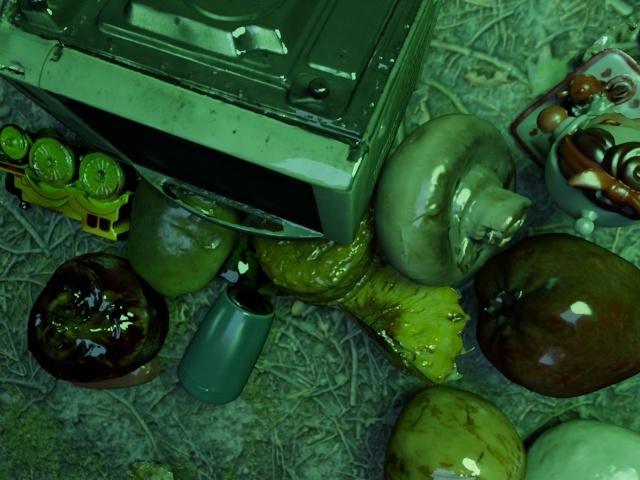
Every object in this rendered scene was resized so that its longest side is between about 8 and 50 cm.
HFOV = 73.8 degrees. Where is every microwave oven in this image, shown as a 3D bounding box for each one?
[{"bbox_3d":[-0.094,-0.209,0.507,0.393,0.247,0.333,21,73,8],"label":"microwave oven"}]

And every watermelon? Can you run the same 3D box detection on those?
[{"bbox_3d":[-0.105,0.053,0.724,0.094,0.125,0.135,-17,121,45],"label":"watermelon"}]

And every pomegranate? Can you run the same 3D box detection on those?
[{"bbox_3d":[0.202,0.330,0.630,0.215,0.215,0.216,3,102,13],"label":"pomegranate"}]

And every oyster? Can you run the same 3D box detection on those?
[{"bbox_3d":[0.407,-0.194,0.550,0.165,0.053,0.108,37,114,3],"label":"oyster"},{"bbox_3d":[-0.347,0.513,0.891,0.145,0.045,0.122,21,119,9],"label":"oyster"}]

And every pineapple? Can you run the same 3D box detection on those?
[{"bbox_3d":[0.143,0.129,0.655,0.139,0.249,0.164,-42,125,-13],"label":"pineapple"}]

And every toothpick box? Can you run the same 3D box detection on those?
[{"bbox_3d":[-0.155,0.173,0.728,0.120,0.120,0.184,30,104,6],"label":"toothpick box"}]

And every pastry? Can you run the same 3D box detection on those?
[{"bbox_3d":[0.000,0.000,0.635,0.188,0.103,0.189,-7,70,20],"label":"pastry"}]

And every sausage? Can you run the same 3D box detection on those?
[{"bbox_3d":[-0.402,0.252,0.828,0.193,0.077,0.077,-9,99,14],"label":"sausage"}]

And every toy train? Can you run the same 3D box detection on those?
[{"bbox_3d":[-0.440,-0.106,0.750,0.295,0.100,0.161,18,107,10],"label":"toy train"}]

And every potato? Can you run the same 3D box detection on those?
[{"bbox_3d":[-0.224,-0.029,0.689,0.228,0.148,0.197,-46,62,23],"label":"potato"}]

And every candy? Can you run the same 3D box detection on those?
[{"bbox_3d":[0.412,0.409,0.605,0.295,0.185,0.296,4,102,19],"label":"candy"}]

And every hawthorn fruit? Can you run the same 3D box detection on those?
[{"bbox_3d":[0.333,0.105,0.565,0.248,0.208,0.208,15,107,-20],"label":"hawthorn fruit"}]

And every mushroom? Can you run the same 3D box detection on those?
[{"bbox_3d":[0.173,-0.045,0.549,0.178,0.226,0.227,33,113,51],"label":"mushroom"}]

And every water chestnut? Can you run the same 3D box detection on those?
[{"bbox_3d":[-0.381,0.129,0.721,0.223,0.238,0.224,-1,87,11],"label":"water chestnut"}]

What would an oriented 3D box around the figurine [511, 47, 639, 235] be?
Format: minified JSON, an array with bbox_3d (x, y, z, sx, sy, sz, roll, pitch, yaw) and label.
[{"bbox_3d":[0.320,-0.089,0.481,0.183,0.226,0.160,48,129,0],"label":"figurine"}]
